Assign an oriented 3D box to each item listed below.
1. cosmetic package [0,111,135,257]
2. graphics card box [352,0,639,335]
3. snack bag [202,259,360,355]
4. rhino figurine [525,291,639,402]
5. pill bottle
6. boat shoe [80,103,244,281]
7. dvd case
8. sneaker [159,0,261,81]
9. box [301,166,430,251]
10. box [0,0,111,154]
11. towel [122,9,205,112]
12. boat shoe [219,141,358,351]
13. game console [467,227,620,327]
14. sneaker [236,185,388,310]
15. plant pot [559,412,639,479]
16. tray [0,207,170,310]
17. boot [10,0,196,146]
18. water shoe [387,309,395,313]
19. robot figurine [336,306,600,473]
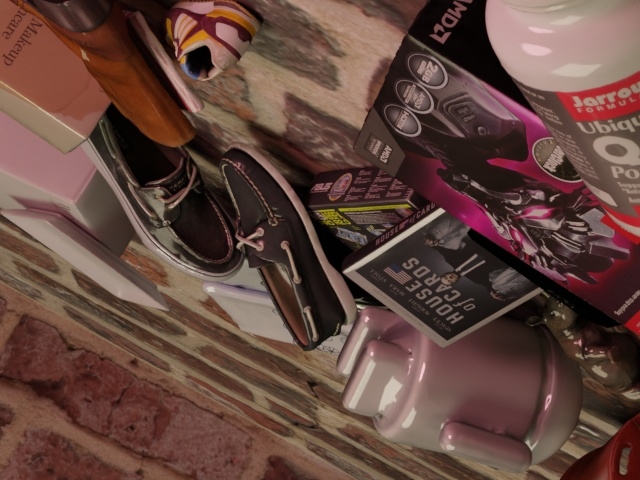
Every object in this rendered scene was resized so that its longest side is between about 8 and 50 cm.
[{"bbox_3d":[-0.491,-0.158,2.393,0.453,0.161,0.230,23,163,20],"label":"cosmetic package"},{"bbox_3d":[0.226,-0.069,1.467,0.371,0.094,0.233,34,153,4],"label":"graphics card box"},{"bbox_3d":[-0.054,0.095,2.372,0.323,0.037,0.342,14,159,26],"label":"snack bag"},{"bbox_3d":[0.348,0.128,1.958,0.243,0.073,0.106,38,159,-20],"label":"rhino figurine"},{"bbox_3d":[0.233,-0.151,1.167,0.176,0.176,0.318,14,157,42],"label":"pill bottle"},{"bbox_3d":[-0.225,-0.077,2.165,0.335,0.121,0.119,48,157,-8],"label":"boat shoe"},{"bbox_3d":[0.169,0.025,1.829,0.179,0.029,0.238,37,129,-24],"label":"dvd case"},{"bbox_3d":[-0.144,-0.223,1.752,0.069,0.084,0.185,38,161,-25],"label":"sneaker"},{"bbox_3d":[0.125,-0.009,1.960,0.216,0.060,0.270,38,161,-23],"label":"box"},{"bbox_3d":[-0.406,-0.260,1.986,0.311,0.148,0.121,33,163,-15],"label":"box"},{"bbox_3d":[-0.217,-0.227,1.877,0.144,0.029,0.197,54,164,-26],"label":"towel"},{"bbox_3d":[-0.056,0.012,2.039,0.302,0.091,0.114,57,159,-16],"label":"boat shoe"},{"bbox_3d":[0.324,0.001,1.625,0.213,0.044,0.361,34,156,-15],"label":"game console"},{"bbox_3d":[0.000,0.000,2.130,0.283,0.107,0.124,26,157,15],"label":"sneaker"},{"bbox_3d":[0.472,0.367,2.151,0.272,0.272,0.265,27,155,11],"label":"plant pot"},{"bbox_3d":[-0.353,0.023,2.362,0.145,0.030,0.270,9,155,49],"label":"tray"},{"bbox_3d":[-0.283,-0.252,1.837,0.264,0.096,0.280,27,163,36],"label":"boot"},{"bbox_3d":[0.165,0.159,2.394,0.080,0.073,0.203,46,174,43],"label":"water shoe"},{"bbox_3d":[0.204,0.193,2.089,0.353,0.300,0.200,14,126,-15],"label":"robot figurine"}]
